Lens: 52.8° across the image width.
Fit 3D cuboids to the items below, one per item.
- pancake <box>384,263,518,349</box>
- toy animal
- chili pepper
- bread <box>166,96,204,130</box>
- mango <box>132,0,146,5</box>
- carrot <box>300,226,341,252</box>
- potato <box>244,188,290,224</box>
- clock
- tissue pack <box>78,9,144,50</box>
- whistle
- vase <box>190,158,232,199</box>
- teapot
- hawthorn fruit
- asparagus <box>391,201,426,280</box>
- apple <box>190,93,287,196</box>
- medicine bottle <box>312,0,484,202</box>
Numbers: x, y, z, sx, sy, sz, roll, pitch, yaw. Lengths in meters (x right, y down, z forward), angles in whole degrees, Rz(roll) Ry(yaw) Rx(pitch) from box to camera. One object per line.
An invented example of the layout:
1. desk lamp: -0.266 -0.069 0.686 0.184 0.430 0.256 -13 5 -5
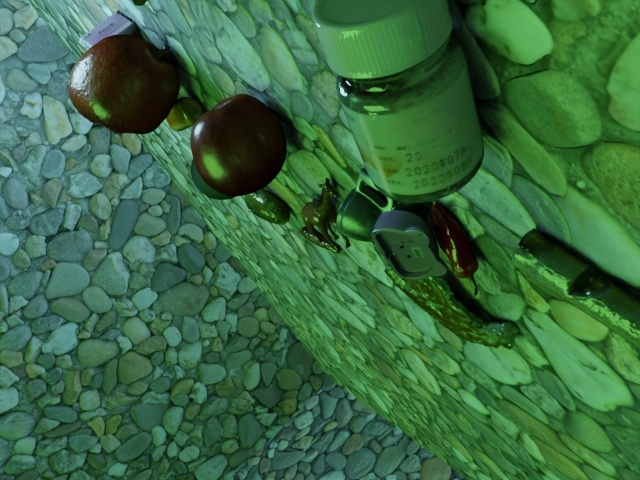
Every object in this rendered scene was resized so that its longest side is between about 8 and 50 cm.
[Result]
1. pancake: 0.264 0.120 1.377 0.377 0.054 0.197 34 161 37
2. toy animal: 0.012 -0.066 1.578 0.224 0.066 0.229 26 149 55
3. chili pepper: 0.243 0.011 1.154 0.191 0.050 0.059 63 165 -10
4. bread: -0.410 -0.381 1.938 0.239 0.074 0.092 11 125 64
5. mango: -0.380 -0.581 1.195 0.287 0.153 0.201 55 161 -26
6. carrot: 0.000 0.001 1.843 0.165 0.036 0.035 32 159 38
7. potato: -0.166 -0.103 1.949 0.188 0.085 0.105 31 160 36
8. clock: 0.167 0.008 1.170 0.110 0.050 0.152 -5 139 33
9. tissue pack: -0.581 -0.527 1.904 0.092 0.148 0.246 38 162 27
10. whistle: 0.410 0.096 0.887 0.326 0.057 0.068 39 166 28
11. vase: -0.258 -0.238 1.725 0.173 0.173 0.321 47 161 4
12. teapot: 0.108 -0.061 1.301 0.108 0.149 0.111 30 -165 24
13. hawthorn fruit: -0.514 -0.426 1.743 0.275 0.300 0.275 45 -165 -16
14. asparagus: 0.170 -0.008 1.264 0.080 0.080 0.287 39 155 31
15. apple: -0.186 -0.213 1.455 0.201 0.218 0.218 57 163 -22
16. medicine bottle: 0.104 -0.191 0.808 0.165 0.165 0.273 33 160 44
